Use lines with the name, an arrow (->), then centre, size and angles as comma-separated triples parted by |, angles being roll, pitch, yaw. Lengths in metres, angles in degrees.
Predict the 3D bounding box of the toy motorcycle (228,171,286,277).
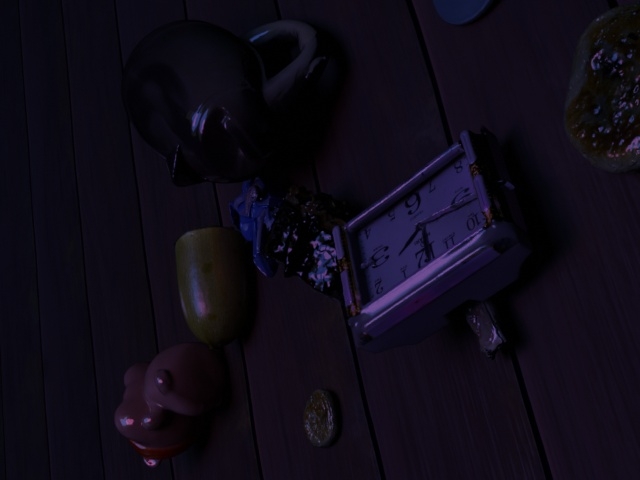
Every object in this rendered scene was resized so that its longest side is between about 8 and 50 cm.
toy motorcycle -> -0.091, -0.039, 1.723 | 0.114, 0.076, 0.205 | -65, 32, 27

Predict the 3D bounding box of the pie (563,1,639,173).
pie -> 0.315, -0.160, 1.143 | 0.187, 0.041, 0.187 | -21, 65, 55

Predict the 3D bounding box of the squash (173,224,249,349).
squash -> -0.172, 0.083, 1.781 | 0.123, 0.123, 0.186 | -34, 54, 49

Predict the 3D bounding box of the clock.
clock -> 0.130, 0.001, 1.300 | 0.253, 0.083, 0.186 | -36, 43, 29

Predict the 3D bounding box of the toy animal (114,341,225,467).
toy animal -> -0.249, 0.262, 1.828 | 0.197, 0.171, 0.171 | -52, 42, 32

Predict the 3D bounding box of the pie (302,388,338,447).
pie -> 0.001, 0.248, 1.559 | 0.084, 0.021, 0.084 | -9, 80, 57

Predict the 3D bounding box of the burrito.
burrito -> 0.180, 0.067, 1.302 | 0.171, 0.042, 0.051 | -113, 33, -42

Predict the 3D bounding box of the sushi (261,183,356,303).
sushi -> 0.000, 0.000, 1.504 | 0.212, 0.147, 0.115 | 40, 115, 55

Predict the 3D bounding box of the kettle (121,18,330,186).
kettle -> -0.124, -0.221, 1.692 | 0.321, 0.228, 0.324 | -38, 30, -4

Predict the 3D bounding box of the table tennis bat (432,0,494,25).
table tennis bat -> 0.207, -0.357, 1.366 | 0.244, 0.040, 0.153 | -25, 63, 57
